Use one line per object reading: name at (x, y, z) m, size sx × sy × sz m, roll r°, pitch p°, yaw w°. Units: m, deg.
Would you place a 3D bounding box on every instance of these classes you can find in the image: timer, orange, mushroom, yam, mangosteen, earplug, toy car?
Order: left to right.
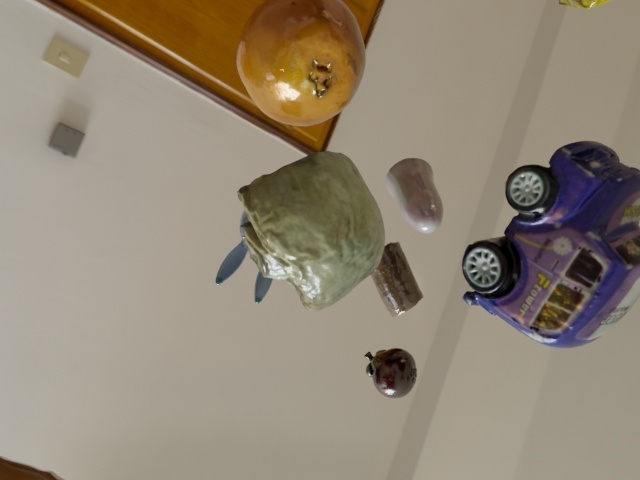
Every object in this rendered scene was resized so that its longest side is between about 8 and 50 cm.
timer at (-0.151, 0.008, 1.212) m, size 0.255 × 0.175 × 0.175 m, roll -62°, pitch -151°, yaw 10°
orange at (-0.045, -0.430, 1.119) m, size 0.312 × 0.312 × 0.312 m, roll -38°, pitch -141°, yaw 39°
mushroom at (0.006, -0.003, 0.649) m, size 0.190 × 0.164 × 0.267 m, roll -33°, pitch 166°, yaw -16°
mangosteen at (0.116, 0.213, 0.754) m, size 0.081 × 0.081 × 0.081 m, roll -38°, pitch -141°, yaw 39°
yam at (0.135, 0.069, 0.867) m, size 0.084 × 0.084 × 0.127 m, roll -30°, pitch -93°, yaw 46°
earplug at (0.327, -0.127, 1.553) m, size 0.172 × 0.172 × 0.301 m, roll -48°, pitch -152°, yaw 27°
toy car at (0.297, 0.010, 0.552) m, size 0.158 × 0.172 × 0.235 m, roll 45°, pitch -54°, yaw 41°

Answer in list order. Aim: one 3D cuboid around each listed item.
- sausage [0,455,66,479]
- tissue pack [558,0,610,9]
sausage at (-0.369, 0.283, 0.478) m, size 0.136 × 0.241 × 0.120 m, roll -56°, pitch -160°, yaw 30°
tissue pack at (0.467, -0.516, 0.703) m, size 0.192 × 0.270 × 0.134 m, roll -17°, pitch -147°, yaw 9°
